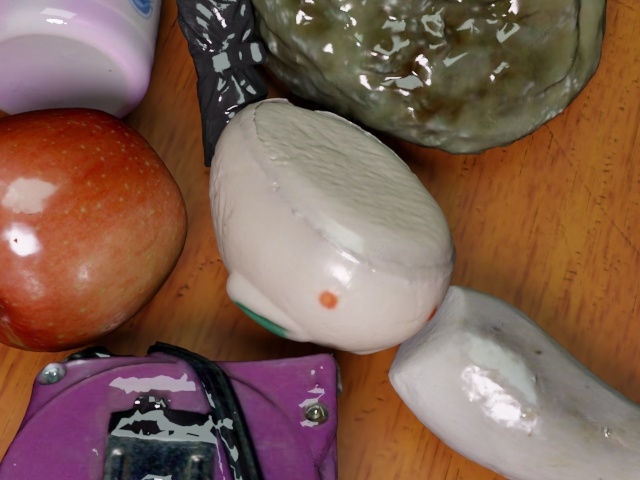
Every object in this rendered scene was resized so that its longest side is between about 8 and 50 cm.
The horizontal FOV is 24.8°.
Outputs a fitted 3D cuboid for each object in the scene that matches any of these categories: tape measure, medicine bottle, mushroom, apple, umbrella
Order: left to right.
[{"bbox_3d":[-0.191,-0.012,1.041,0.168,0.181,0.181,-39,70,-22],"label":"apple"},{"bbox_3d":[-0.199,-0.230,1.191,0.152,0.152,0.255,6,59,-3],"label":"medicine bottle"},{"bbox_3d":[-0.100,0.176,0.955,0.231,0.149,0.245,1,59,-8],"label":"tape measure"},{"bbox_3d":[-0.086,-0.168,1.172,0.066,0.059,0.236,-14,88,-23],"label":"umbrella"},{"bbox_3d":[0.180,0.132,1.051,0.270,0.103,0.118,27,57,1],"label":"mushroom"}]

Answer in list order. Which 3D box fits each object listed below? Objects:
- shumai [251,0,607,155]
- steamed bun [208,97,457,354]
[{"bbox_3d":[0.084,-0.297,1.167,0.324,0.323,0.398,-14,62,-12],"label":"shumai"},{"bbox_3d":[0.000,0.000,1.068,0.177,0.131,0.228,12,29,-35],"label":"steamed bun"}]
